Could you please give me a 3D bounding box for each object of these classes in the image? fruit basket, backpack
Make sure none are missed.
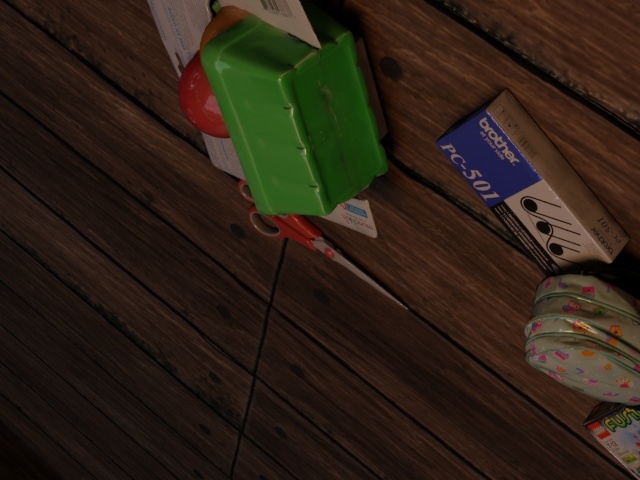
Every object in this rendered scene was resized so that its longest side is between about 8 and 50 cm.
[{"bbox_3d":[-0.077,-0.184,1.281,0.353,0.165,0.327,33,149,50],"label":"fruit basket"},{"bbox_3d":[0.304,0.105,1.117,0.182,0.115,0.152,29,146,-15],"label":"backpack"}]

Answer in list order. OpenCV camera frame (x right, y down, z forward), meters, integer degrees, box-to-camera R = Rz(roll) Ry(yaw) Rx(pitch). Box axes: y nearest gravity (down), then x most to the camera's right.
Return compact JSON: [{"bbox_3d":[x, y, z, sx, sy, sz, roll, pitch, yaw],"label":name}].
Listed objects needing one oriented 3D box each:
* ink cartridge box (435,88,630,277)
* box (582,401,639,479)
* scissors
[{"bbox_3d":[0.223,-0.053,1.133,0.207,0.046,0.097,49,148,-5],"label":"ink cartridge box"},{"bbox_3d":[0.404,0.213,1.232,0.114,0.036,0.207,44,149,5],"label":"box"},{"bbox_3d":[0.000,0.000,1.483,0.297,0.021,0.109,30,143,28],"label":"scissors"}]
